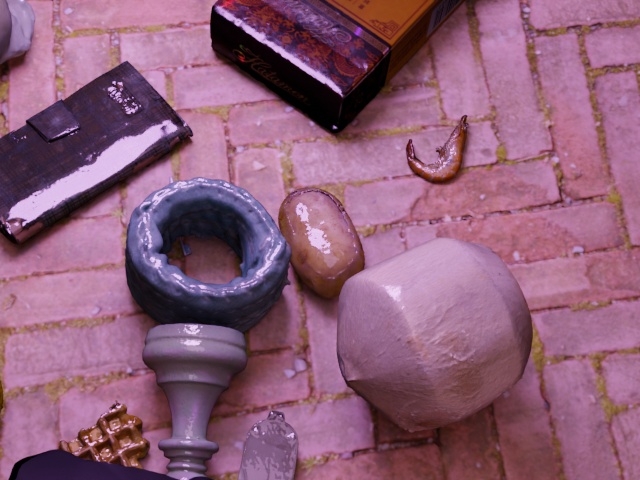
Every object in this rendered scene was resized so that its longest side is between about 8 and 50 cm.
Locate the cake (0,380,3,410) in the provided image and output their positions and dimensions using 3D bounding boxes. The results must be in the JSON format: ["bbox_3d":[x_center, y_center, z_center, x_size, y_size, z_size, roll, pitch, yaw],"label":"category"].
[{"bbox_3d":[-0.543,0.205,1.504,0.179,0.156,0.260,35,60,30],"label":"cake"}]

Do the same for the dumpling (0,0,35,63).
[{"bbox_3d":[-0.553,-0.307,1.697,0.211,0.270,0.321,27,21,0],"label":"dumpling"}]

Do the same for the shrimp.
[{"bbox_3d":[0.182,-0.147,1.805,0.091,0.025,0.127,26,67,10],"label":"shrimp"}]

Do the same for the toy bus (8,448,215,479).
[{"bbox_3d":[-0.237,0.348,1.407,0.302,0.147,0.127,11,38,-2],"label":"toy bus"}]

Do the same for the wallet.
[{"bbox_3d":[-0.362,-0.133,1.748,0.317,0.044,0.169,-35,69,-20],"label":"wallet"}]

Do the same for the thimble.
[{"bbox_3d":[-0.151,0.023,1.622,0.235,0.143,0.198,15,63,-4],"label":"thimble"}]

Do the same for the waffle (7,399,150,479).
[{"bbox_3d":[-0.313,0.291,1.536,0.160,0.046,0.192,21,63,5],"label":"waffle"}]

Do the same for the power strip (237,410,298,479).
[{"bbox_3d":[-0.080,0.357,1.517,0.080,0.048,0.286,10,63,-2],"label":"power strip"}]

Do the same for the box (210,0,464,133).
[{"bbox_3d":[0.051,-0.390,1.869,0.264,0.116,0.415,36,66,12],"label":"box"}]

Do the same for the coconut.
[{"bbox_3d":[0.134,0.127,1.544,0.247,0.245,0.245,-23,67,-14],"label":"coconut"}]

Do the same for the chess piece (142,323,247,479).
[{"bbox_3d":[-0.168,0.250,1.537,0.139,0.139,0.272,2,75,-3],"label":"chess piece"}]

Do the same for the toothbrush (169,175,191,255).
[{"bbox_3d":[-0.207,-0.037,1.728,0.013,0.011,0.131,-14,66,-4],"label":"toothbrush"}]

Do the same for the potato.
[{"bbox_3d":[0.000,0.000,1.686,0.107,0.080,0.170,-26,65,-8],"label":"potato"}]
